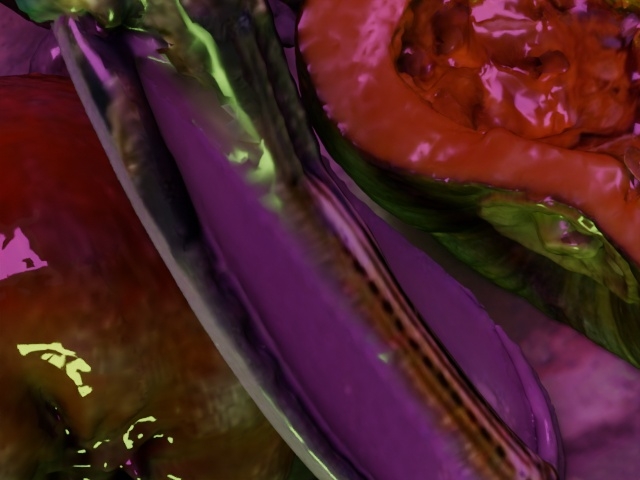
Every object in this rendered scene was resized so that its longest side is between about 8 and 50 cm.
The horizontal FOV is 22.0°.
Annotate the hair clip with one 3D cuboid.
[{"bbox_3d":[-0.001,0.001,0.626,0.096,0.358,0.110,-29,21,5],"label":"hair clip"}]

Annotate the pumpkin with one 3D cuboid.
[{"bbox_3d":[0.129,-0.064,0.711,0.280,0.139,0.190,30,80,28],"label":"pumpkin"}]

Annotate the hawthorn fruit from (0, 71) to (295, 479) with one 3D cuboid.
[{"bbox_3d":[-0.132,0.037,0.700,0.263,0.235,0.231,39,60,18],"label":"hawthorn fruit"}]

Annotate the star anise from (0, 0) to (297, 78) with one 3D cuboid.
[{"bbox_3d":[-0.073,-0.148,0.854,0.236,0.093,0.229,-40,59,1],"label":"star anise"}]
